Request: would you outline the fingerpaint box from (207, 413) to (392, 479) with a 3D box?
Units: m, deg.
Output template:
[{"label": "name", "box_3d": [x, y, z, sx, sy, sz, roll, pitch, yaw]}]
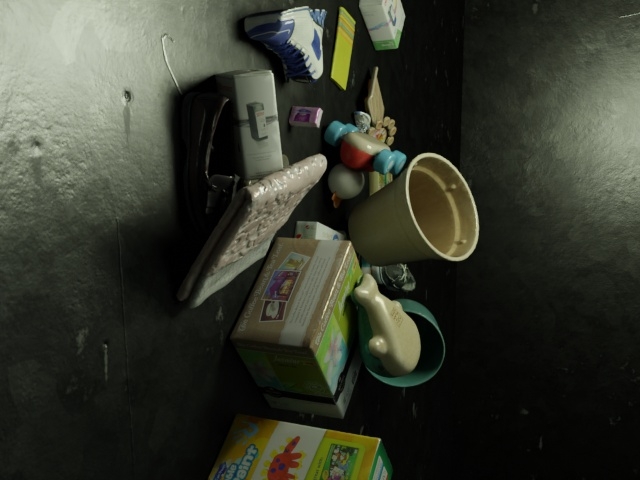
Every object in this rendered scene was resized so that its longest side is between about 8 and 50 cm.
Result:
[{"label": "fingerpaint box", "box_3d": [-0.084, 0.629, 1.393, 0.163, 0.371, 0.445, 69, 32, -42]}]

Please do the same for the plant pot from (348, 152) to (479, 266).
[{"label": "plant pot", "box_3d": [0.263, -0.059, 2.011, 0.333, 0.305, 0.334, 18, 62, -38]}]

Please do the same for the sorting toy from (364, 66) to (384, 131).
[{"label": "sorting toy", "box_3d": [0.187, -0.471, 2.283, 0.208, 0.038, 0.193, 75, 21, -46]}]

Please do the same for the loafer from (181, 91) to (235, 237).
[{"label": "loafer", "box_3d": [-0.219, -0.151, 1.336, 0.109, 0.095, 0.303, -31, 121, -62]}]

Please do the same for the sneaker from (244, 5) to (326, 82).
[{"label": "sneaker", "box_3d": [-0.059, -0.481, 1.625, 0.315, 0.127, 0.182, -37, 124, -62]}]

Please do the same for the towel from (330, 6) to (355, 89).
[{"label": "towel", "box_3d": [0.066, -0.598, 2.035, 0.102, 0.021, 0.237, 24, 72, -59]}]

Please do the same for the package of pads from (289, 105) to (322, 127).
[{"label": "package of pads", "box_3d": [-0.039, -0.330, 1.744, 0.032, 0.083, 0.050, 49, 52, -64]}]

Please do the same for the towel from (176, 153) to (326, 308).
[{"label": "towel", "box_3d": [-0.137, -0.027, 1.370, 0.317, 0.053, 0.332, -54, 172, 29]}]

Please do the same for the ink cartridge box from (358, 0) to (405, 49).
[{"label": "ink cartridge box", "box_3d": [0.216, -0.793, 2.260, 0.212, 0.093, 0.154, 53, 46, -53]}]

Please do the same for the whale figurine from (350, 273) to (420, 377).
[{"label": "whale figurine", "box_3d": [0.142, 0.223, 1.655, 0.272, 0.141, 0.216, 58, 34, -15]}]

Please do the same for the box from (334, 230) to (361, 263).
[{"label": "box", "box_3d": [0.061, 0.107, 2.054, 0.183, 0.056, 0.231, 48, 49, -59]}]

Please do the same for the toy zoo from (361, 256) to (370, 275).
[{"label": "toy zoo", "box_3d": [0.159, 0.080, 2.238, 0.192, 0.030, 0.293, 16, 78, -84]}]

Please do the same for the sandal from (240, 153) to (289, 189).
[{"label": "sandal", "box_3d": [-0.123, -0.153, 1.600, 0.219, 0.060, 0.090, -40, 129, -59]}]

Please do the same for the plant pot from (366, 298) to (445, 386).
[{"label": "plant pot", "box_3d": [0.297, 0.344, 2.363, 0.235, 0.293, 0.293, -65, 151, -72]}]

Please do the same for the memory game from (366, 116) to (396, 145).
[{"label": "memory game", "box_3d": [0.200, -0.343, 2.257, 0.186, 0.012, 0.186, -35, 146, -28]}]

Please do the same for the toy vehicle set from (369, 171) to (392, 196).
[{"label": "toy vehicle set", "box_3d": [0.228, -0.147, 2.430, 0.166, 0.035, 0.267, -28, 118, -63]}]

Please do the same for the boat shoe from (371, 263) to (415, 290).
[{"label": "boat shoe", "box_3d": [0.285, 0.120, 2.487, 0.335, 0.119, 0.121, 32, 64, -64]}]

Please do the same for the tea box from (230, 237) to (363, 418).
[{"label": "tea box", "box_3d": [-0.028, 0.218, 1.661, 0.324, 0.219, 0.329, 68, 34, -43]}]

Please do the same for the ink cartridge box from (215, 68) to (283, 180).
[{"label": "ink cartridge box", "box_3d": [-0.152, -0.250, 1.391, 0.092, 0.158, 0.218, -10, 108, -20]}]

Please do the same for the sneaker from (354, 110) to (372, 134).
[{"label": "sneaker", "box_3d": [0.143, -0.381, 2.194, 0.135, 0.052, 0.058, 54, 48, -54]}]

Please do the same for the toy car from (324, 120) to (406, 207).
[{"label": "toy car", "box_3d": [0.100, -0.210, 2.002, 0.238, 0.219, 0.210, -62, 162, 16]}]

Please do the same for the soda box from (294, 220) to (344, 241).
[{"label": "soda box", "box_3d": [0.000, 0.000, 1.888, 0.216, 0.069, 0.074, 24, 71, -65]}]
